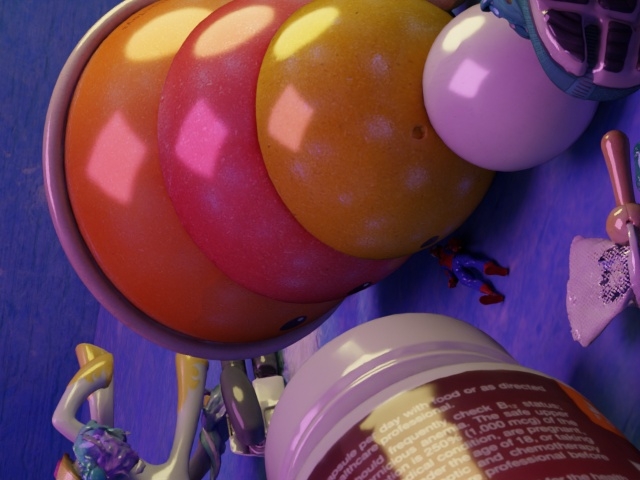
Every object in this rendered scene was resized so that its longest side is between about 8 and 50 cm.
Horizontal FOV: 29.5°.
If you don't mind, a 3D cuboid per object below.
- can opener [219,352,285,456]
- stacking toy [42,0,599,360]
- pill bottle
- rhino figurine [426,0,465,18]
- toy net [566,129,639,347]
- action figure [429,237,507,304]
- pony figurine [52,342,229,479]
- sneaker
[{"bbox_3d":[-0.089,0.137,1.483,0.095,0.076,0.283,84,174,-46],"label":"can opener"},{"bbox_3d":[0.021,-0.082,0.956,0.480,0.351,0.350,-9,77,56],"label":"stacking toy"},{"bbox_3d":[0.104,0.203,0.650,0.392,0.224,0.224,-126,44,-63],"label":"pill bottle"},{"bbox_3d":[0.114,-0.244,0.975,0.243,0.073,0.106,128,145,-62],"label":"rhino figurine"},{"bbox_3d":[0.203,-0.030,0.700,0.122,0.045,0.232,-119,36,-56],"label":"toy net"},{"bbox_3d":[0.114,0.021,0.983,0.115,0.030,0.038,-139,50,-71],"label":"action figure"},{"bbox_3d":[-0.202,0.317,1.477,0.303,0.351,0.363,124,165,-51],"label":"pony figurine"},{"bbox_3d":[0.146,-0.161,0.715,0.275,0.107,0.110,-90,15,-49],"label":"sneaker"}]
